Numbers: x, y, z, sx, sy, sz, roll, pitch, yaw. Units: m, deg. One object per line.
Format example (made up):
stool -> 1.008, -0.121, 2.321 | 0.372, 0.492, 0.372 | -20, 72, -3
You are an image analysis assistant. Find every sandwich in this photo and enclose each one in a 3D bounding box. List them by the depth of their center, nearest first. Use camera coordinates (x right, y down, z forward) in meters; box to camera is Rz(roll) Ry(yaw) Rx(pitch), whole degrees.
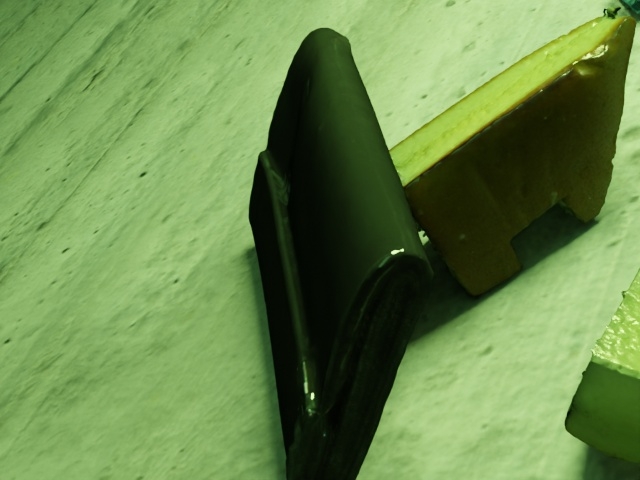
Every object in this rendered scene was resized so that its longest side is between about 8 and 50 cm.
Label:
sandwich -> 0.172, -0.080, 0.937 | 0.236, 0.128, 0.122 | -34, 25, 1

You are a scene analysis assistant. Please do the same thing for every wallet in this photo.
wallet -> -0.001, 0.000, 0.922 | 0.406, 0.062, 0.228 | -102, 28, -58

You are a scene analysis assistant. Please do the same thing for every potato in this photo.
potato -> 0.237, 0.088, 0.723 | 0.120, 0.081, 0.149 | 23, 37, 19

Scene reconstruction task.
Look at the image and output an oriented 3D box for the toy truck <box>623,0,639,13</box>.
toy truck -> 0.325, -0.261, 1.128 | 0.090, 0.056, 0.073 | -11, 41, 52
